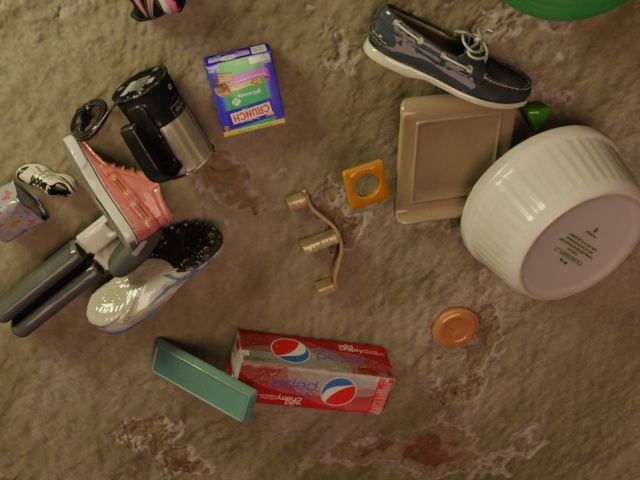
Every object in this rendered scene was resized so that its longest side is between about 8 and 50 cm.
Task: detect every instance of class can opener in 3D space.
[{"bbox_3d":[-0.350,0.047,1.274,0.283,0.095,0.076,-38,123,3],"label":"can opener"}]

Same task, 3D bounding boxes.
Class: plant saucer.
[{"bbox_3d":[-0.190,0.224,1.395,0.192,0.018,0.067,26,118,17],"label":"plant saucer"},{"bbox_3d":[0.232,0.151,1.504,0.083,0.013,0.083,-5,120,-8],"label":"plant saucer"}]

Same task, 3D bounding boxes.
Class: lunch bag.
[{"bbox_3d":[-0.434,-0.037,1.235,0.071,0.053,0.083,-28,147,5],"label":"lunch bag"}]

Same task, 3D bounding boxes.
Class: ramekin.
[{"bbox_3d":[0.360,-0.029,1.316,0.273,0.127,0.273,-15,136,-15],"label":"ramekin"}]

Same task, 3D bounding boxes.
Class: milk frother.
[{"bbox_3d":[-0.245,-0.145,1.196,0.143,0.129,0.135,1,132,40],"label":"milk frother"}]

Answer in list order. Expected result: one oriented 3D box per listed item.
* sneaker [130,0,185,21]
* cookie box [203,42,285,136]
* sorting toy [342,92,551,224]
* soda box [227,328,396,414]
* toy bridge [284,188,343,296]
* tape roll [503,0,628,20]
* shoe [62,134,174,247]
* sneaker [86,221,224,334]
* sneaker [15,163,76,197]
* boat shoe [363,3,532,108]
[{"bbox_3d":[-0.246,-0.346,1.083,0.077,0.072,0.178,-23,117,15],"label":"sneaker"},{"bbox_3d":[-0.104,-0.206,1.208,0.092,0.040,0.107,-15,123,-4],"label":"cookie box"},{"bbox_3d":[0.193,-0.128,1.305,0.347,0.047,0.196,-9,120,-15],"label":"sorting toy"},{"bbox_3d":[-0.016,0.218,1.447,0.263,0.092,0.083,9,117,-15],"label":"soda box"},{"bbox_3d":[0.000,0.000,1.360,0.063,0.026,0.188,-19,122,-3],"label":"toy bridge"},{"bbox_3d":[0.329,-0.450,1.130,0.321,0.077,0.321,-5,121,-9],"label":"tape roll"},{"bbox_3d":[-0.280,-0.082,1.217,0.081,0.063,0.178,-33,88,-19],"label":"shoe"},{"bbox_3d":[-0.244,0.055,1.323,0.237,0.085,0.086,-36,159,2],"label":"sneaker"},{"bbox_3d":[-0.384,-0.083,1.227,0.083,0.037,0.032,12,119,-16],"label":"sneaker"},{"bbox_3d":[0.187,-0.256,1.210,0.254,0.095,0.079,19,127,-11],"label":"boat shoe"}]
